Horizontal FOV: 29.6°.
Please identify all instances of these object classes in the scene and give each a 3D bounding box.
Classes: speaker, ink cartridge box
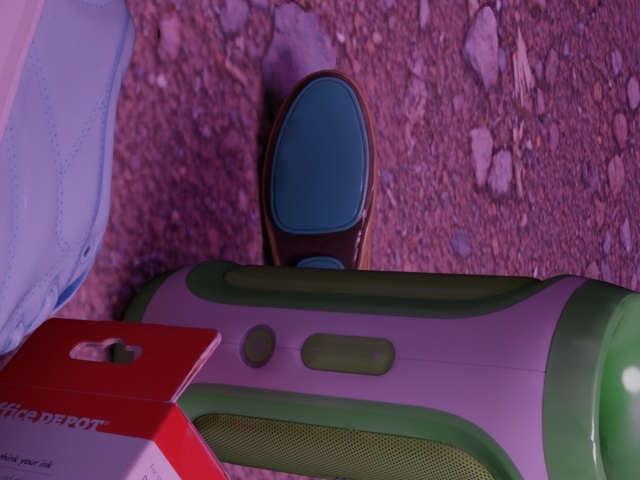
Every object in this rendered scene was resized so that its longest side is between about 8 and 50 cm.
[{"bbox_3d":[0.030,0.076,0.668,0.131,0.296,0.131,-3,94,-56],"label":"speaker"},{"bbox_3d":[-0.134,0.145,0.573,0.231,0.134,0.078,-58,135,-36],"label":"ink cartridge box"}]

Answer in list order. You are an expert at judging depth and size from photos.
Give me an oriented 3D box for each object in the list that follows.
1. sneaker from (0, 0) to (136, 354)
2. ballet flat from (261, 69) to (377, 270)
[{"bbox_3d":[-0.157,0.014,0.535,0.150,0.135,0.366,38,61,-47],"label":"sneaker"},{"bbox_3d":[0.000,0.000,0.841,0.073,0.080,0.232,-24,117,-83],"label":"ballet flat"}]
